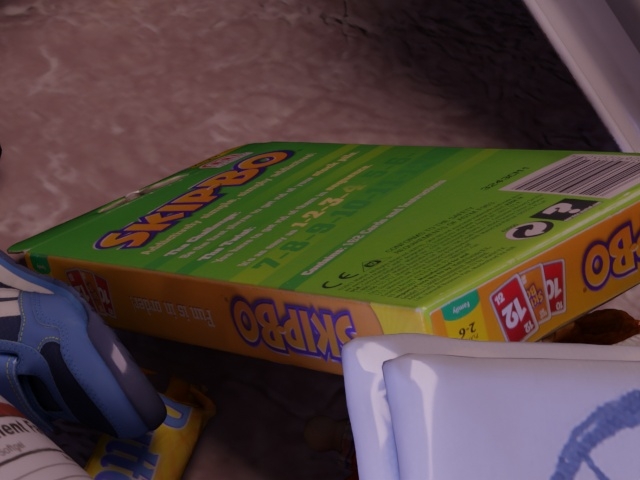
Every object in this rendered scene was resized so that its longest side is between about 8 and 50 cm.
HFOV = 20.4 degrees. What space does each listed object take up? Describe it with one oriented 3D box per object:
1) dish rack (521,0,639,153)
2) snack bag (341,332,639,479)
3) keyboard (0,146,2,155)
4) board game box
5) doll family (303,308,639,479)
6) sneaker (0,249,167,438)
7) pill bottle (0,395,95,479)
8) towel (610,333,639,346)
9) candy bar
[{"bbox_3d":[0.170,-0.188,0.776,0.285,0.072,0.333,-42,101,-41],"label":"dish rack"},{"bbox_3d":[0.178,0.171,0.424,0.342,0.037,0.323,0,71,-27],"label":"snack bag"},{"bbox_3d":[-0.220,-0.048,0.573,0.033,0.201,0.317,-2,24,26],"label":"keyboard"},{"bbox_3d":[0.000,0.000,0.622,0.124,0.039,0.259,-26,21,-32],"label":"board game box"},{"bbox_3d":[0.102,0.106,0.550,0.263,0.118,0.163,36,51,23],"label":"doll family"},{"bbox_3d":[-0.112,0.041,0.618,0.144,0.053,0.059,23,58,39],"label":"sneaker"},{"bbox_3d":[-0.096,0.113,0.470,0.216,0.121,0.121,39,49,15],"label":"pill bottle"},{"bbox_3d":[0.233,0.137,0.503,0.312,0.056,0.324,-15,74,-25],"label":"towel"},{"bbox_3d":[-0.074,0.099,0.590,0.040,0.018,0.161,18,39,5],"label":"candy bar"}]
